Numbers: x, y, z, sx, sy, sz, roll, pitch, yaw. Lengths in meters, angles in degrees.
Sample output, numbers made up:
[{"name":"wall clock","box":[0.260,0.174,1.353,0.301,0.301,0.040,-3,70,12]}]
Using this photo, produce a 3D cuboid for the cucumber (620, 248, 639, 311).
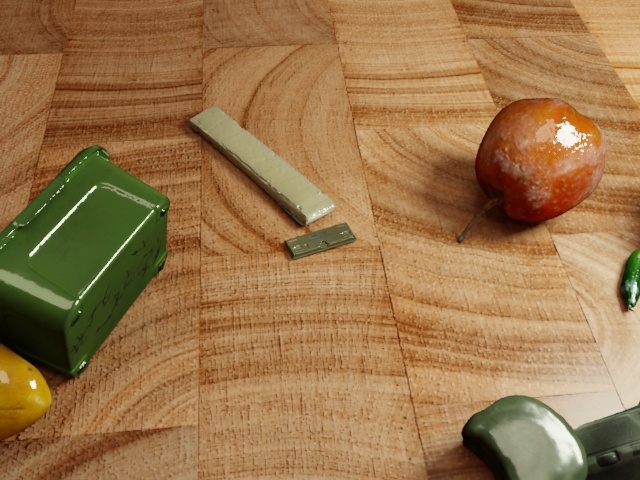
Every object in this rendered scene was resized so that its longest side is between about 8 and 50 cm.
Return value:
[{"name":"cucumber","box":[0.564,0.066,1.242,0.037,0.037,0.155,20,51,14]}]

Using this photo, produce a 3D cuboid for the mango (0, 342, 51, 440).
[{"name":"mango","box":[-0.510,0.217,0.997,0.252,0.126,0.153,5,89,4]}]

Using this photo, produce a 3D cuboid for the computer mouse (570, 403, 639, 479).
[{"name":"computer mouse","box":[0.456,0.289,0.967,0.231,0.071,0.126,-24,66,19]}]

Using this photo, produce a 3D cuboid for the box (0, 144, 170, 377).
[{"name":"box","box":[-0.380,0.039,1.100,0.178,0.252,0.328,24,53,6]}]

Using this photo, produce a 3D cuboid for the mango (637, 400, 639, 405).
[{"name":"mango","box":[0.588,0.295,1.012,0.238,0.091,0.137,32,62,24]}]

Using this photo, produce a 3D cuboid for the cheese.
[{"name":"cheese","box":[-0.128,-0.162,1.414,0.085,0.034,0.400,-32,58,-26]}]

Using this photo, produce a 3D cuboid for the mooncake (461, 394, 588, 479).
[{"name":"mooncake","box":[0.282,0.313,0.976,0.169,0.104,0.175,9,52,1]}]

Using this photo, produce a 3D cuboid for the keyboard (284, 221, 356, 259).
[{"name":"keyboard","box":[0.000,0.000,1.293,0.129,0.015,0.049,-17,47,-16]}]

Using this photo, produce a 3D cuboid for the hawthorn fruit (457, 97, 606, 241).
[{"name":"hawthorn fruit","box":[0.408,-0.143,1.284,0.232,0.235,0.262,13,49,11]}]
